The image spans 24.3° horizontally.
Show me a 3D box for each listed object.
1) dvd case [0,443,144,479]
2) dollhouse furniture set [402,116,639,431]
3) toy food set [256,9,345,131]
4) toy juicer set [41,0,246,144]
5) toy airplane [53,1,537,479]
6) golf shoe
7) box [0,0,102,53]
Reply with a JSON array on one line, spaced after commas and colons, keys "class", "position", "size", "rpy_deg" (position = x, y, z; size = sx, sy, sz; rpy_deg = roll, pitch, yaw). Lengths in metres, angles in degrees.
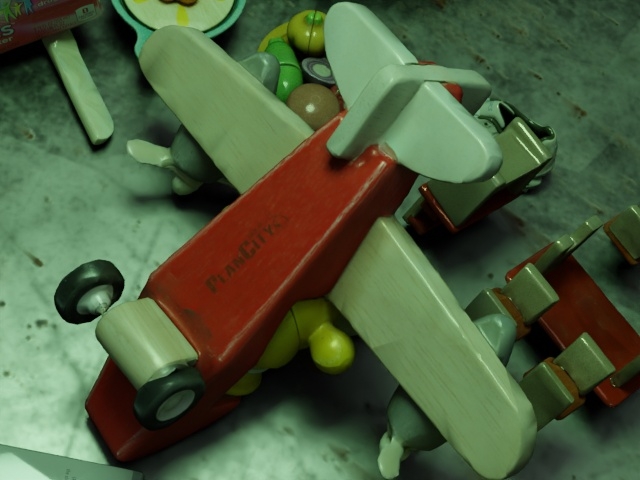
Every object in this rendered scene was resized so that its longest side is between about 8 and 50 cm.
[{"class": "dvd case", "position": [-0.275, 0.248, 1.184], "size": [0.238, 0.029, 0.179], "rpy_deg": [12, 60, -4]}, {"class": "dollhouse furniture set", "position": [0.203, 0.031, 1.335], "size": [0.262, 0.135, 0.259], "rpy_deg": [-28, 75, -37]}, {"class": "toy food set", "position": [0.006, -0.140, 1.420], "size": [0.128, 0.071, 0.218], "rpy_deg": [-1, 62, -11]}, {"class": "toy juicer set", "position": [-0.167, -0.265, 1.446], "size": [0.209, 0.089, 0.329], "rpy_deg": [42, 63, 12]}, {"class": "toy airplane", "position": [0.000, 0.000, 1.231], "size": [0.384, 0.272, 0.386], "rpy_deg": [-1, 76, 23]}, {"class": "golf shoe", "position": [0.150, -0.121, 1.429], "size": [0.176, 0.086, 0.069], "rpy_deg": [25, 62, 6]}, {"class": "box", "position": [-0.367, -0.245, 1.336], "size": [0.300, 0.154, 0.142], "rpy_deg": [-22, 68, -8]}]
